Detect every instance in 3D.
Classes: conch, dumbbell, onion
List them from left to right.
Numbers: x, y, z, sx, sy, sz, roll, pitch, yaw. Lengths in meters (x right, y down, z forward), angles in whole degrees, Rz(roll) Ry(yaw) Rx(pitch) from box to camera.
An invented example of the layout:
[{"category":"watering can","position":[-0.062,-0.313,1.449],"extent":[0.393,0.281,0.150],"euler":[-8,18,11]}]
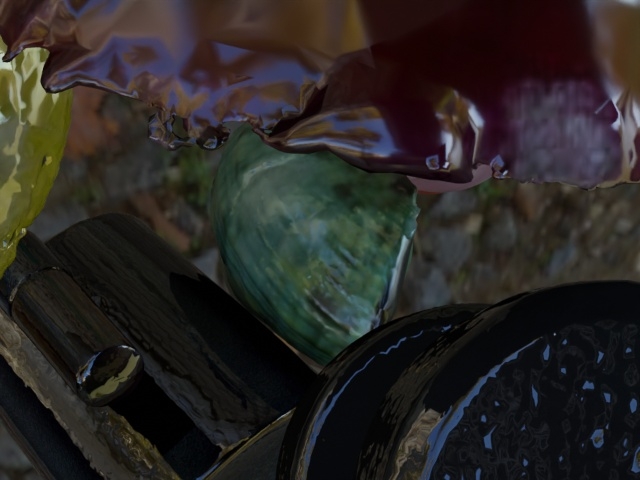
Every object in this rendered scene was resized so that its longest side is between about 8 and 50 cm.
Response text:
[{"category":"conch","position":[-0.002,0.000,1.130],"extent":[0.122,0.188,0.176],"euler":[-11,74,0]},{"category":"onion","position":[0.033,-0.136,0.571],"extent":[0.314,0.146,0.280],"euler":[-3,37,-30]},{"category":"dumbbell","position":[0.072,0.094,0.672],"extent":[0.152,0.218,0.152],"euler":[1,86,-10]}]

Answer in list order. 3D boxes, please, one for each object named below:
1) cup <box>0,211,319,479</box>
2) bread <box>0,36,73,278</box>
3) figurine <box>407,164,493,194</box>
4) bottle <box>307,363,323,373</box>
[{"category":"cup","position":[-0.096,0.070,1.091],"extent":[0.166,0.239,0.177],"euler":[-34,67,-27]},{"category":"bread","position":[-0.219,-0.048,0.855],"extent":[0.197,0.197,0.170],"euler":[-42,35,-14]},{"category":"figurine","position":[0.106,-0.126,1.724],"extent":[0.173,0.173,0.173],"euler":[0,69,1]},{"category":"bottle","position":[0.064,0.179,1.441],"extent":[0.233,0.110,0.110],"euler":[20,70,23]}]
